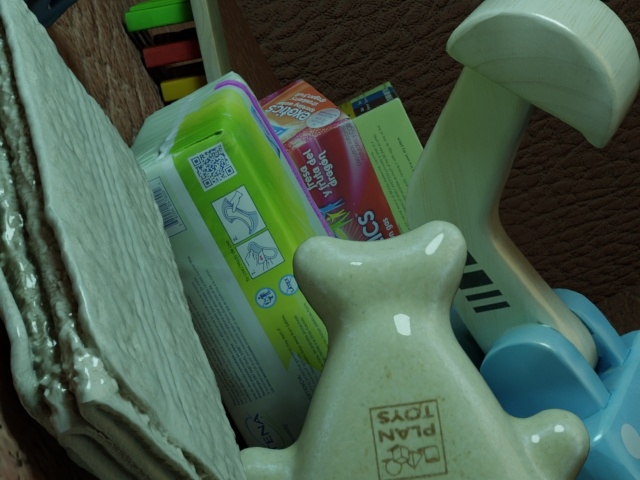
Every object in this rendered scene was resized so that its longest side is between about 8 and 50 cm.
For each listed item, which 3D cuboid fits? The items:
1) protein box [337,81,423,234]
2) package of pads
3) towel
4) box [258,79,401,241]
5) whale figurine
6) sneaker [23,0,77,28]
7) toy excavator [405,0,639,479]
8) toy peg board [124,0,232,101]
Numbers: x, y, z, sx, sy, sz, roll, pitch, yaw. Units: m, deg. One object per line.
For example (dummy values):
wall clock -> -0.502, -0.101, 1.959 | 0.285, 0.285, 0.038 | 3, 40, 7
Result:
protein box -> 0.035, -0.043, 1.521 | 0.200, 0.201, 0.136 | 63, 5, -13
package of pads -> -0.049, 0.013, 0.963 | 0.229, 0.101, 0.296 | 62, 6, -13
towel -> -0.110, 0.013, 0.640 | 0.187, 0.049, 0.282 | 61, 5, -50
box -> 0.000, 0.000, 1.224 | 0.257, 0.122, 0.128 | 65, -9, -31
whale figurine -> 0.050, 0.128, 0.799 | 0.141, 0.216, 0.272 | 77, 4, -86
sneaker -> -0.139, -0.225, 0.745 | 0.127, 0.182, 0.315 | 63, 5, 2
toy excavator -> 0.140, 0.086, 1.026 | 0.445, 0.433, 0.222 | 51, 36, -7
toy peg board -> -0.131, -0.171, 1.288 | 0.161, 0.079, 0.161 | -94, 174, -75
